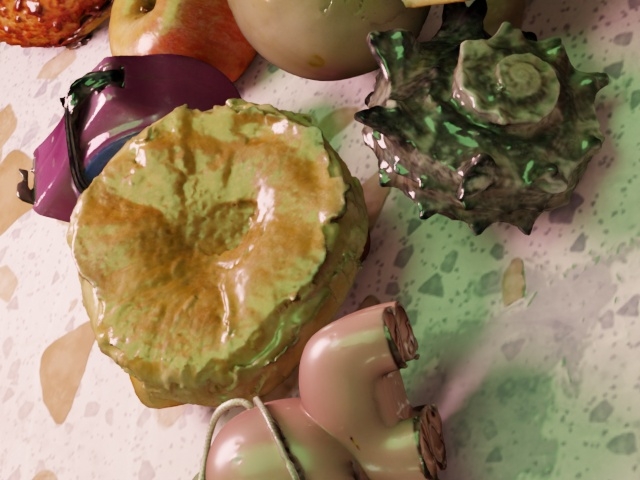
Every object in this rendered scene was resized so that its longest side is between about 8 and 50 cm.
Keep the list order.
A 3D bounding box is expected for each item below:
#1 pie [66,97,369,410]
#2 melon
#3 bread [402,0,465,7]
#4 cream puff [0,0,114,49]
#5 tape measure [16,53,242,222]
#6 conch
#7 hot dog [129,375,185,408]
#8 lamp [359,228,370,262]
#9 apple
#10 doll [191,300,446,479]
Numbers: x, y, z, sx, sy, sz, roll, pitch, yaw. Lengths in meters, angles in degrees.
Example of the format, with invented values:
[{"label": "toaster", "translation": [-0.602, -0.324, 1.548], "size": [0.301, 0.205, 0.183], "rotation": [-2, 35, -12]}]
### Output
[{"label": "pie", "translation": [-0.110, 0.003, 1.449], "size": [0.339, 0.083, 0.340], "rotation": [-8, 65, 19]}, {"label": "melon", "translation": [0.009, -0.286, 1.552], "size": [0.223, 0.223, 0.317], "rotation": [-57, 16, 2]}, {"label": "bread", "translation": [0.226, -0.327, 1.392], "size": [0.246, 0.111, 0.239], "rotation": [2, 31, 43]}, {"label": "cream puff", "translation": [-0.419, -0.451, 2.099], "size": [0.350, 0.228, 0.350], "rotation": [-25, 49, 31]}, {"label": "tape measure", "translation": [-0.204, -0.112, 1.661], "size": [0.231, 0.245, 0.149], "rotation": [-48, 37, 37]}, {"label": "conch", "translation": [0.157, -0.131, 1.377], "size": [0.240, 0.186, 0.313], "rotation": [-18, 30, 4]}, {"label": "hot dog", "translation": [-0.168, 0.077, 1.576], "size": [0.150, 0.153, 0.257], "rotation": [-21, 62, -1]}, {"label": "lamp", "translation": [0.000, 0.000, 1.504], "size": [0.107, 0.092, 0.107], "rotation": [-9, 31, 5]}, {"label": "apple", "translation": [-0.165, -0.275, 1.784], "size": [0.209, 0.164, 0.209], "rotation": [-19, 61, 38]}, {"label": "doll", "translation": [-0.026, 0.194, 1.312], "size": [0.268, 0.284, 0.216], "rotation": [-16, 88, 12]}]
